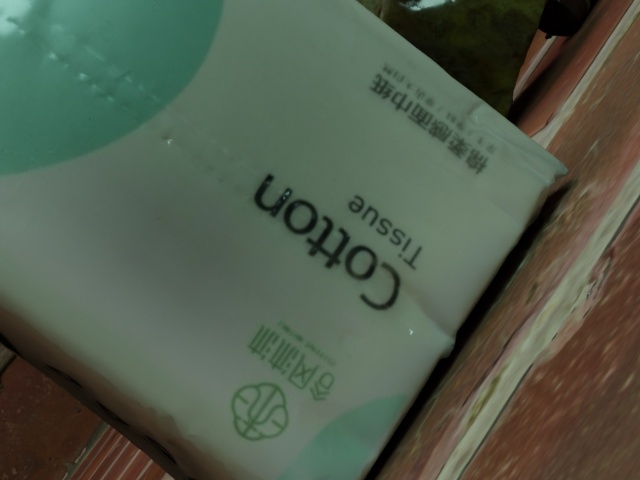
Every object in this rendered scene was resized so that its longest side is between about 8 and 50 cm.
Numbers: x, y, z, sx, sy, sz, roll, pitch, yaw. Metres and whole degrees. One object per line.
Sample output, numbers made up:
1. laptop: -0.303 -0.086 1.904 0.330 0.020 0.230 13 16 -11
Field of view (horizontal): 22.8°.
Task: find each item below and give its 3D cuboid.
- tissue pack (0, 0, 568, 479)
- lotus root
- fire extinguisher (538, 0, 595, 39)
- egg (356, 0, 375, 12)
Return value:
1. tissue pack: -0.085 -0.037 0.880 0.266 0.356 0.194 -54 5 -18
2. lotus root: 0.087 -0.135 1.232 0.138 0.119 0.235 -80 12 -53
3. fire extinguisher: 0.219 -0.228 1.274 0.158 0.043 0.064 -55 -13 -29
4. egg: 0.103 -0.221 1.547 0.177 0.177 0.228 -54 -7 -17
